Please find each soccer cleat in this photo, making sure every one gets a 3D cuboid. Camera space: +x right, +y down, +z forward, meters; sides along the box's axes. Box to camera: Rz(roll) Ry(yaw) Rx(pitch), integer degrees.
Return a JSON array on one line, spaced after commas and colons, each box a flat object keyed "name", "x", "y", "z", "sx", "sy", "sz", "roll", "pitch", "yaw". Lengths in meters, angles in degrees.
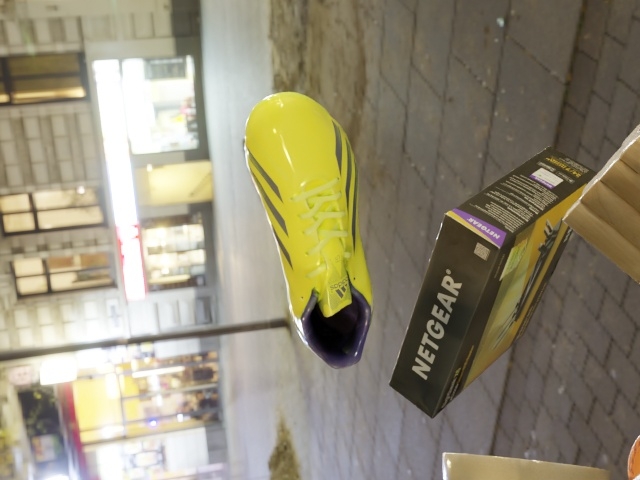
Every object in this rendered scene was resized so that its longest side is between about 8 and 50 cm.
[{"name": "soccer cleat", "x": 0.001, "y": 0.000, "z": 0.742, "sx": 0.121, "sy": 0.094, "sz": 0.289, "roll": -106, "pitch": 2, "yaw": -47}]

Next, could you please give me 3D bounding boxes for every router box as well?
[{"name": "router box", "x": 0.223, "y": 0.056, "z": 1.083, "sx": 0.081, "sy": 0.243, "sz": 0.308, "roll": 36, "pitch": 136, "yaw": 26}]

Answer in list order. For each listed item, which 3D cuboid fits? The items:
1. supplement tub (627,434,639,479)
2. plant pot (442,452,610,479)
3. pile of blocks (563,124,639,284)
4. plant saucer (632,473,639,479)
[{"name": "supplement tub", "x": 0.520, "y": 0.322, "z": 1.106, "sx": 0.117, "sy": 0.190, "sz": 0.117, "roll": -161, "pitch": 90, "yaw": -81}, {"name": "plant pot", "x": 0.345, "y": 0.477, "z": 1.417, "sx": 0.284, "sy": 0.284, "sz": 0.190, "roll": 126, "pitch": 152, "yaw": -73}, {"name": "pile of blocks", "x": 0.369, "y": 0.002, "z": 0.595, "sx": 0.112, "sy": 0.362, "sz": 0.148, "roll": -40, "pitch": -37, "yaw": -58}, {"name": "plant saucer", "x": 0.163, "y": 0.212, "z": 0.320, "sx": 0.278, "sy": 0.041, "sz": 0.277, "roll": -167, "pitch": 90, "yaw": -74}]
